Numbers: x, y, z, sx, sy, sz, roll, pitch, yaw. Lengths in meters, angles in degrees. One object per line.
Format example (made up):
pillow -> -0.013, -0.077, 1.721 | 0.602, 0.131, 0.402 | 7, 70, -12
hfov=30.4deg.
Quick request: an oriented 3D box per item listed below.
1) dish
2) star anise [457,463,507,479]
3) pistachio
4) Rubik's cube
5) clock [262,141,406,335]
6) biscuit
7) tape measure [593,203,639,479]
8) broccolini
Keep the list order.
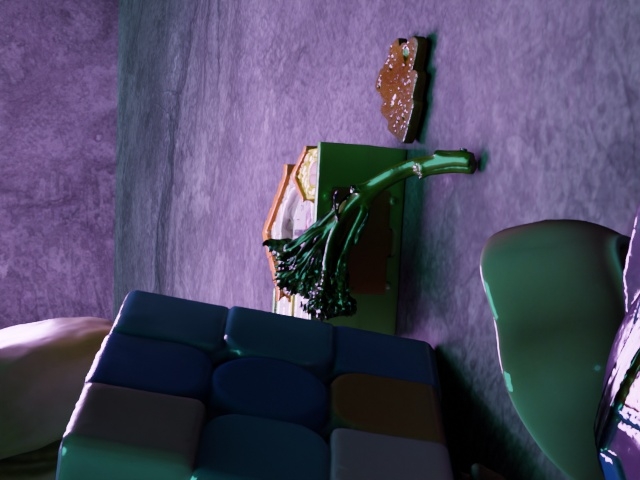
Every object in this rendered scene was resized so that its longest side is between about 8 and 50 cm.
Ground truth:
dish -> 0.208, 0.069, 0.858 | 0.090, 0.213, 0.213 | -26, 57, 29
star anise -> 0.139, 0.321, 1.059 | 0.230, 0.081, 0.262 | -127, 45, -61
pistachio -> -0.337, 0.181, 1.306 | 0.197, 0.288, 0.166 | 39, 131, 34
Rubik's cube -> -0.075, 0.288, 1.152 | 0.346, 0.344, 0.347 | -88, 10, -69
clock -> 0.000, 0.000, 1.447 | 0.255, 0.106, 0.220 | 180, 93, -70
biscuit -> 0.096, -0.169, 1.344 | 0.119, 0.019, 0.130 | 141, 130, -62
tape measure -> 0.271, 0.087, 0.676 | 0.231, 0.149, 0.245 | 23, 102, 65
broccolini -> 0.058, -0.004, 1.236 | 0.271, 0.062, 0.123 | -32, 78, 28
